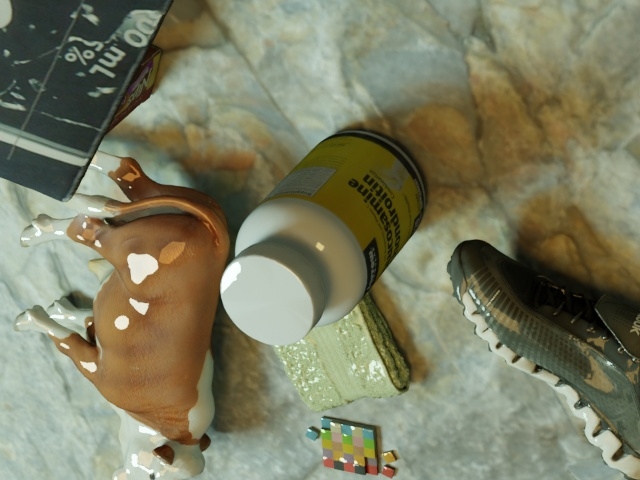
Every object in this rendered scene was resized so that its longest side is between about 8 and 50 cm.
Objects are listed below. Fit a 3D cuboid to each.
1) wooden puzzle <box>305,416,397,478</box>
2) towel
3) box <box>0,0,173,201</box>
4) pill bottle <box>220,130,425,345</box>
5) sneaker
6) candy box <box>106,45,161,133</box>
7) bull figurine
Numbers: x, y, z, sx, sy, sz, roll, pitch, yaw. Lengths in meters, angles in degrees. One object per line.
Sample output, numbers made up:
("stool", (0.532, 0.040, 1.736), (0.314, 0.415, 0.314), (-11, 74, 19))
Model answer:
("wooden puzzle", (0.025, 0.175, 1.613), (0.083, 0.006, 0.049), (9, 122, 23))
("towel", (0.001, 0.071, 1.550), (0.110, 0.027, 0.148), (-16, 110, 34))
("box", (-0.263, -0.342, 1.078), (0.472, 0.297, 0.480), (19, 132, -15))
("pill bottle", (0.000, 0.000, 1.408), (0.103, 0.184, 0.103), (13, 124, 20))
("sneaker", (0.200, 0.072, 1.420), (0.234, 0.078, 0.106), (45, 125, -8))
("candy box", (-0.232, -0.147, 1.489), (0.187, 0.109, 0.053), (27, 127, 10))
("bull figurine", (-0.156, 0.068, 1.583), (0.188, 0.101, 0.310), (26, 127, 14))
